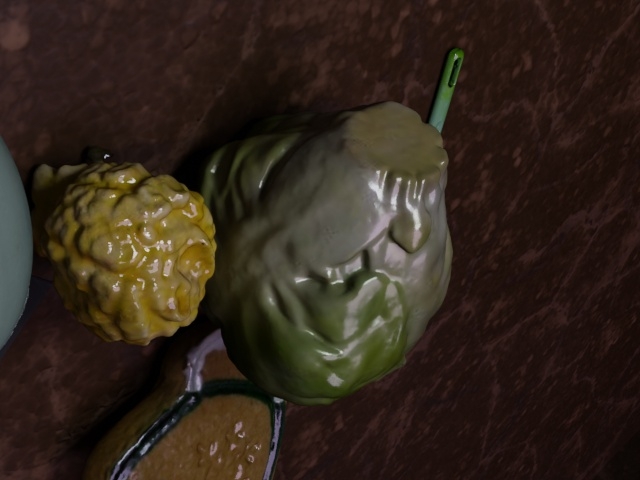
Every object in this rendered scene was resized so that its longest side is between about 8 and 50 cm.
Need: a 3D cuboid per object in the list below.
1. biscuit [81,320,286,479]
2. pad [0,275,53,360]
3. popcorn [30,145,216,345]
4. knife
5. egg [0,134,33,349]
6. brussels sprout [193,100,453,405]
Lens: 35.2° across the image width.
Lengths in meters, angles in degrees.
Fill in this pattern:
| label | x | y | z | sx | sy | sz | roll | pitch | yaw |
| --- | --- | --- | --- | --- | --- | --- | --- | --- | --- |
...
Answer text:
| label | x | y | z | sx | sy | sz | roll | pitch | yaw |
| --- | --- | --- | --- | --- | --- | --- | --- | --- | --- |
| biscuit | -0.145 | 0.254 | 1.164 | 0.287 | 0.057 | 0.343 | 18 | 88 | -53 |
| pad | -0.336 | 0.068 | 0.887 | 0.127 | 0.004 | 0.190 | -55 | 148 | 4 |
| popcorn | -0.176 | 0.005 | 0.887 | 0.180 | 0.170 | 0.180 | -6 | 152 | -3 |
| knife | 0.138 | -0.144 | 1.265 | 0.054 | 0.015 | 0.212 | -12 | 132 | -35 |
| egg | -0.299 | -0.011 | 0.670 | 0.203 | 0.203 | 0.282 | -36 | 140 | -24 |
| brussels sprout | -0.006 | -0.001 | 0.991 | 0.243 | 0.274 | 0.316 | 6 | 114 | -29 |
